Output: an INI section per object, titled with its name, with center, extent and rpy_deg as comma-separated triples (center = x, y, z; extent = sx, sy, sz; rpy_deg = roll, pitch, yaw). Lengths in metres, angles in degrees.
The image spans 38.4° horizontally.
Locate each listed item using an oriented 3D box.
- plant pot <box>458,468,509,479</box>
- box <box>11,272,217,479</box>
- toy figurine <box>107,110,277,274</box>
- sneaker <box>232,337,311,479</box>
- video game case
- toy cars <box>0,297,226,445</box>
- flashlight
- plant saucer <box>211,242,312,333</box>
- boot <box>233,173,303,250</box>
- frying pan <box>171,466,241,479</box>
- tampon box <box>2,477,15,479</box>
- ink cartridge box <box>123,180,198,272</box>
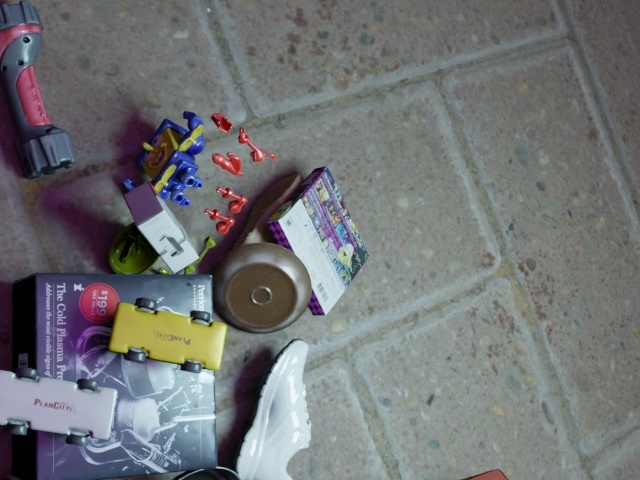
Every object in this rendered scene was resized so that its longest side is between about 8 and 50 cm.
[plant pot]
center = 0.290, 0.612, 1.865
extent = 0.268, 0.267, 0.235
rpy_deg = -11, 73, -31
[box]
center = -0.358, 0.231, 1.598
extent = 0.313, 0.179, 0.343
rpy_deg = 1, 82, -31
[toy figurine]
center = -0.276, -0.116, 1.758
extent = 0.191, 0.217, 0.362
rpy_deg = 21, 114, -39
[sneaker]
center = -0.072, 0.336, 1.775
extent = 0.129, 0.111, 0.297
rpy_deg = 19, 78, -4
[video game case]
center = 0.000, 0.000, 1.870
extent = 0.210, 0.042, 0.232
rpy_deg = -51, 124, -43
[toy cars]
center = -0.337, 0.208, 1.465
extent = 0.394, 0.087, 0.176
rpy_deg = -30, 93, -26
[flashlight]
center = -0.519, -0.274, 1.663
extent = 0.103, 0.103, 0.303
rpy_deg = -18, 88, -34
[plant saucer]
center = -0.115, 0.101, 1.782
extent = 0.199, 0.036, 0.198
rpy_deg = -1, 114, -3
[boot]
center = -0.062, 0.010, 1.894
extent = 0.207, 0.090, 0.248
rpy_deg = 50, 55, -28
[frying pan]
center = -0.283, 0.509, 1.634
extent = 0.326, 0.053, 0.197
rpy_deg = -24, 127, -23
[tampon box]
center = -0.493, 0.490, 1.518
extent = 0.120, 0.101, 0.161
rpy_deg = 28, 68, -21
[ink cartridge box]
center = -0.278, -0.023, 1.610
extent = 0.056, 0.099, 0.135
rpy_deg = -32, 135, -2
